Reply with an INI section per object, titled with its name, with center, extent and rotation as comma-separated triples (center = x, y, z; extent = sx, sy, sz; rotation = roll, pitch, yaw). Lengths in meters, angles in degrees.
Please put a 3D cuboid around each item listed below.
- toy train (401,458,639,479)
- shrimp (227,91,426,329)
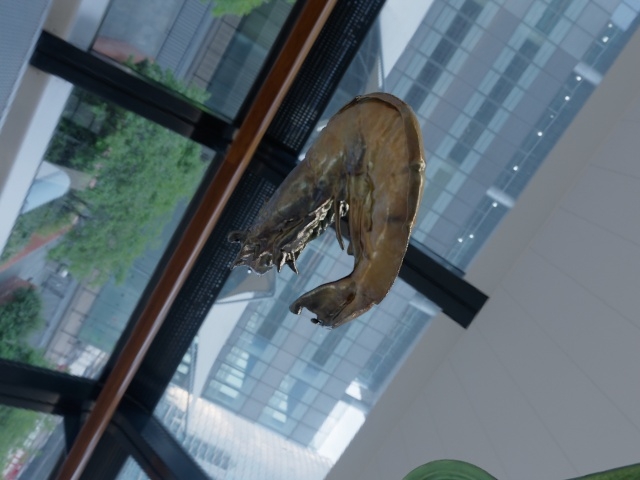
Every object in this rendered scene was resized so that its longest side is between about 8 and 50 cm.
[toy train]
center = 0.236, 0.271, 0.356
extent = 0.443, 0.179, 0.272
rotation = -17, -129, 8
[shrimp]
center = 0.007, 0.001, 0.487
extent = 0.289, 0.075, 0.178
rotation = -42, -129, 36
